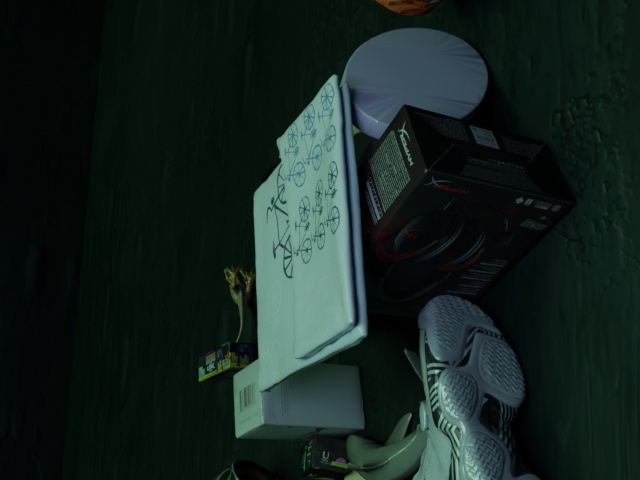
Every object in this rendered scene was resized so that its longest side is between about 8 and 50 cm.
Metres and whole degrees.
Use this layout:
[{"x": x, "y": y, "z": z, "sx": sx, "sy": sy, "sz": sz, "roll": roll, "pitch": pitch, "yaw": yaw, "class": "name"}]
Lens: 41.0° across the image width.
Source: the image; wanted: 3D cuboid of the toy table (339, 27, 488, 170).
[{"x": 0.111, "y": -0.161, "z": 1.165, "sx": 0.252, "sy": 0.274, "sz": 0.161, "roll": 40, "pitch": 135, "yaw": 20, "class": "toy table"}]

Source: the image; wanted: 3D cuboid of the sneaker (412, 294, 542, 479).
[{"x": 0.154, "y": 0.261, "z": 1.043, "sx": 0.210, "sy": 0.137, "sz": 0.366, "roll": -45, "pitch": 48, "yaw": 44, "class": "sneaker"}]

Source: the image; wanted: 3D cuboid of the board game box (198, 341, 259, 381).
[{"x": -0.112, "y": 0.218, "z": 1.516, "sx": 0.141, "sy": 0.170, "sz": 0.048, "roll": -30, "pitch": 59, "yaw": 55, "class": "board game box"}]

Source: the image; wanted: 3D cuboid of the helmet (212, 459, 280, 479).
[{"x": -0.142, "y": 0.491, "z": 1.510, "sx": 0.162, "sy": 0.169, "sz": 0.169, "roll": -59, "pitch": 32, "yaw": 7, "class": "helmet"}]

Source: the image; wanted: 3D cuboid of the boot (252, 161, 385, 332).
[{"x": 0.004, "y": 0.001, "z": 1.395, "sx": 0.260, "sy": 0.131, "sz": 0.348, "roll": 143, "pitch": 118, "yaw": -62, "class": "boot"}]

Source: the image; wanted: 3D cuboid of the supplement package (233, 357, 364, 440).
[{"x": -0.035, "y": 0.255, "z": 1.351, "sx": 0.105, "sy": 0.179, "sz": 0.105, "roll": -41, "pitch": 47, "yaw": 51, "class": "supplement package"}]

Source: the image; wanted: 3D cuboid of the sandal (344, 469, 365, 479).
[{"x": 0.051, "y": 0.428, "z": 1.253, "sx": 0.088, "sy": 0.079, "sz": 0.240, "roll": -60, "pitch": 34, "yaw": 35, "class": "sandal"}]

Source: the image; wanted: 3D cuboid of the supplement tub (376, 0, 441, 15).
[{"x": 0.182, "y": -0.467, "z": 1.119, "sx": 0.338, "sy": 0.207, "sz": 0.207, "roll": -46, "pitch": 44, "yaw": 49, "class": "supplement tub"}]

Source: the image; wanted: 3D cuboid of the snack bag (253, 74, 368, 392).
[{"x": -0.031, "y": 0.007, "z": 1.107, "sx": 0.342, "sy": 0.037, "sz": 0.323, "roll": 139, "pitch": 131, "yaw": -59, "class": "snack bag"}]

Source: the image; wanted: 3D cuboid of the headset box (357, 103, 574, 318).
[{"x": 0.132, "y": -0.011, "z": 1.075, "sx": 0.293, "sy": 0.218, "sz": 0.110, "roll": -53, "pitch": 37, "yaw": 41, "class": "headset box"}]

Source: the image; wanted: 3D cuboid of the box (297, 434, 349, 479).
[{"x": 0.005, "y": 0.347, "z": 1.355, "sx": 0.083, "sy": 0.062, "sz": 0.052, "roll": 124, "pitch": 157, "yaw": -56, "class": "box"}]

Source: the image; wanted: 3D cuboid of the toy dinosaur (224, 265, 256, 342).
[{"x": -0.162, "y": 0.116, "z": 1.774, "sx": 0.212, "sy": 0.064, "sz": 0.112, "roll": -105, "pitch": 16, "yaw": -52, "class": "toy dinosaur"}]

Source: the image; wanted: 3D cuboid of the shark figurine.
[{"x": 0.095, "y": 0.282, "z": 1.180, "sx": 0.278, "sy": 0.116, "sz": 0.166, "roll": -57, "pitch": 38, "yaw": 41, "class": "shark figurine"}]
